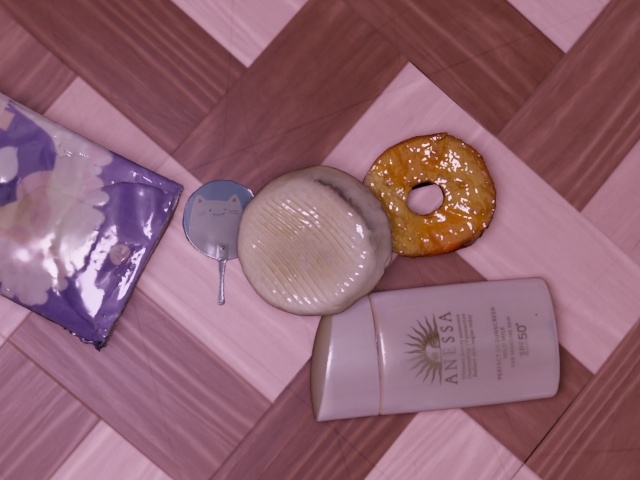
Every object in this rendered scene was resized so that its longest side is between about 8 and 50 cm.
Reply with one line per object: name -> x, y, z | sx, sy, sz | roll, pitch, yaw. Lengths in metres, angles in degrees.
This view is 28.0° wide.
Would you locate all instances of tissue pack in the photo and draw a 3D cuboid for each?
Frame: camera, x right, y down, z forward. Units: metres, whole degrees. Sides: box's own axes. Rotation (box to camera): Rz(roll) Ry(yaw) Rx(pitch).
tissue pack -> -0.383, -0.038, 1.683 | 0.343, 0.125, 0.242 | 27, 83, -4

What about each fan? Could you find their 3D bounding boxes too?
fan -> -0.136, 0.003, 1.782 | 0.113, 0.005, 0.175 | 2, 84, -10

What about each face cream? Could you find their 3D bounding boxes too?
face cream -> 0.154, 0.149, 1.782 | 0.348, 0.081, 0.174 | -4, 86, -10

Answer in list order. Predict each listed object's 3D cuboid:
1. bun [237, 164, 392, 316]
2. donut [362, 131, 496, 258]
bun -> 0.000, 0.000, 1.734 | 0.222, 0.127, 0.222 | 3, 97, 22
donut -> 0.145, -0.058, 1.801 | 0.190, 0.074, 0.174 | -30, 93, -6
